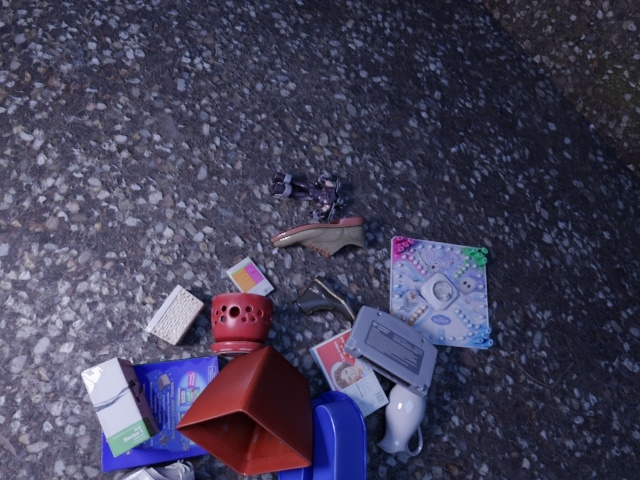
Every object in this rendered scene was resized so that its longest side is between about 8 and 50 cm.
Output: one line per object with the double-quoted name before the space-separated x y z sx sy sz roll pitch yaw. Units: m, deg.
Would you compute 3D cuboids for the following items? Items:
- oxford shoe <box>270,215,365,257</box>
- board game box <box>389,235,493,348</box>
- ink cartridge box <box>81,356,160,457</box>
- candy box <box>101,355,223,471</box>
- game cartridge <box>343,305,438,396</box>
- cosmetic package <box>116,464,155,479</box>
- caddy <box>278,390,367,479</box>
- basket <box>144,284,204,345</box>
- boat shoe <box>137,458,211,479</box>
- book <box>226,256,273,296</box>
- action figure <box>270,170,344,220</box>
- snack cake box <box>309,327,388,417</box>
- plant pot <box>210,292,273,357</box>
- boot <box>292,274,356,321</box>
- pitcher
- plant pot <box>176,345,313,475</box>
"oxford shoe" 0.000 0.000 1.463 0.347 0.123 0.130 -10 92 -7
"board game box" 0.451 0.187 1.534 0.389 0.050 0.390 8 71 -9
"ink cartridge box" -0.510 0.421 1.063 0.092 0.160 0.220 -25 78 -19
"candy box" -0.453 0.489 1.205 0.316 0.122 0.269 -3 74 -14
"game cartridge" 0.236 0.348 1.348 0.297 0.062 0.198 31 43 0
"cosmetic package" -0.474 0.745 1.116 0.107 0.127 0.238 -23 80 -18
"caddy" 0.016 0.619 1.201 0.179 0.241 0.342 20 65 -43
"basket" -0.450 0.240 1.292 0.103 0.113 0.167 34 69 -4
"boat shoe" -0.381 0.641 1.111 0.096 0.268 0.088 16 60 36
"book" -0.241 0.138 1.411 0.096 0.035 0.144 -36 83 -23
"action figure" -0.037 -0.175 1.525 0.284 0.099 0.186 16 63 -11
"snack cake box" 0.089 0.442 1.354 0.152 0.089 0.265 -23 79 -16
"plant pot" -0.243 0.267 1.278 0.191 0.191 0.174 3 68 -11
"boot" 0.014 0.236 1.420 0.137 0.077 0.198 -42 72 -16
"pitcher" 0.284 0.586 1.345 0.177 0.125 0.207 28 74 -28
"plant pot" -0.176 0.455 1.140 0.267 0.267 0.236 49 33 -23
